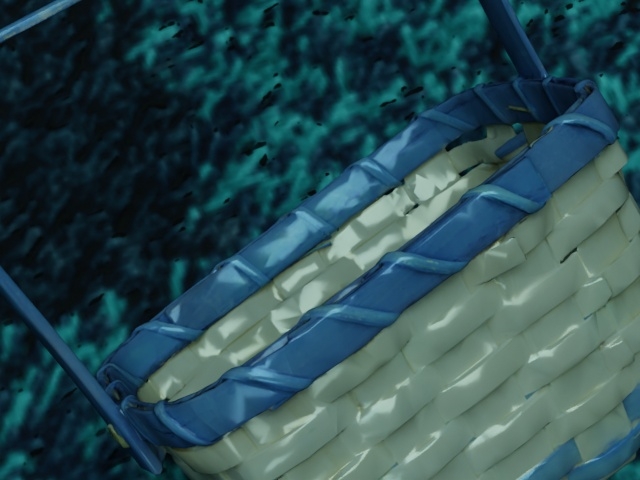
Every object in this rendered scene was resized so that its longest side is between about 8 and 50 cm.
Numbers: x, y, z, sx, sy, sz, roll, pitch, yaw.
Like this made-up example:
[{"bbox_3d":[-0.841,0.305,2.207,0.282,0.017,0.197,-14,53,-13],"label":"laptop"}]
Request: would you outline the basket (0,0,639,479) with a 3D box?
[{"bbox_3d":[0.000,0.000,0.730,0.255,0.201,0.289,-34,106,-14],"label":"basket"}]
